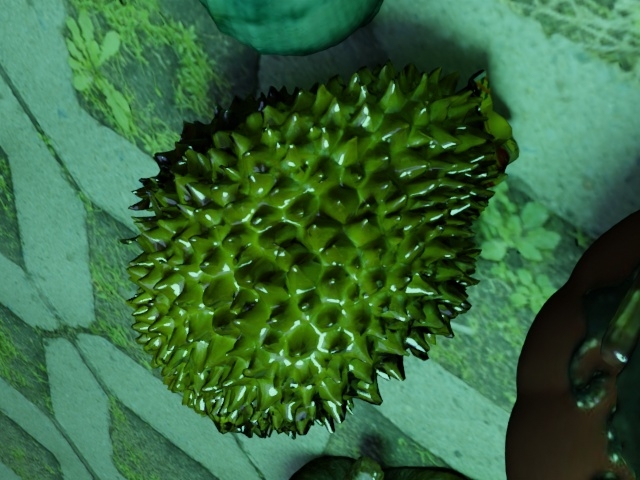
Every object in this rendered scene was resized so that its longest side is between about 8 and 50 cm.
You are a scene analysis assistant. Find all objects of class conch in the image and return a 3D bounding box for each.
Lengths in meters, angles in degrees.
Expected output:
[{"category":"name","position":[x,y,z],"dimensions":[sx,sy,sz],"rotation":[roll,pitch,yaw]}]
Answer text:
[{"category":"conch","position":[-0.059,-0.207,0.531],"dimensions":[0.202,0.134,0.196],"rotation":[35,138,11]}]

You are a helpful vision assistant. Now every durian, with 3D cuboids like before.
[{"category":"durian","position":[-0.008,0.003,0.595],"dimensions":[0.293,0.258,0.258],"rotation":[-24,106,43]}]

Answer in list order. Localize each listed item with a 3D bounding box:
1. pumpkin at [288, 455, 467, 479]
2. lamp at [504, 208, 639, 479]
[{"category":"pumpkin","position":[0.061,0.313,0.885],"dimensions":[0.317,0.139,0.222],"rotation":[-1,126,44]},{"category":"lamp","position":[0.239,0.107,0.431],"dimensions":[0.303,0.303,0.257],"rotation":[4,162,39]}]
